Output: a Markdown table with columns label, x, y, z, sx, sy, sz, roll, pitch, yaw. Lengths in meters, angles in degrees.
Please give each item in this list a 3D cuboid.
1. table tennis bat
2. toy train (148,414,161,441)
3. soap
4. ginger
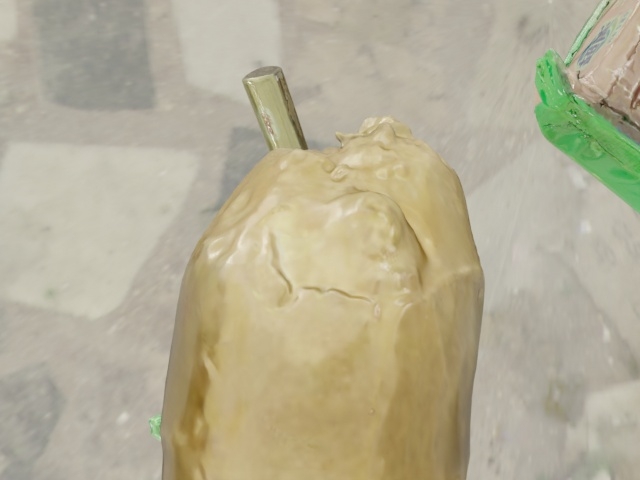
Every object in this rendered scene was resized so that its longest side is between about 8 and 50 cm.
| label | x | y | z | sx | sy | sz | roll | pitch | yaw |
| --- | --- | --- | --- | --- | --- | --- | --- | --- | --- |
| table tennis bat | 0.000 | 0.000 | 1.137 | 0.131 | 0.022 | 0.234 | -2 | 117 | 42 |
| toy train | -0.060 | 0.187 | 1.329 | 0.099 | 0.081 | 0.149 | -15 | 94 | 47 |
| soap | 0.292 | -0.143 | 1.268 | 0.218 | 0.098 | 0.273 | 37 | 68 | -5 |
| ginger | -0.001 | 0.065 | 0.400 | 0.069 | 0.095 | 0.190 | 5 | 91 | 15 |
